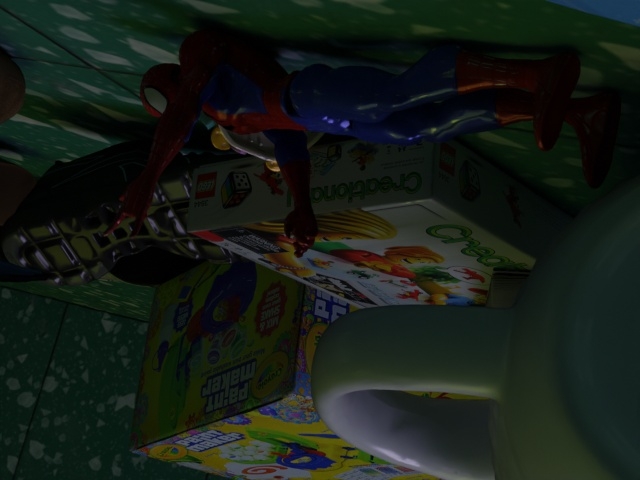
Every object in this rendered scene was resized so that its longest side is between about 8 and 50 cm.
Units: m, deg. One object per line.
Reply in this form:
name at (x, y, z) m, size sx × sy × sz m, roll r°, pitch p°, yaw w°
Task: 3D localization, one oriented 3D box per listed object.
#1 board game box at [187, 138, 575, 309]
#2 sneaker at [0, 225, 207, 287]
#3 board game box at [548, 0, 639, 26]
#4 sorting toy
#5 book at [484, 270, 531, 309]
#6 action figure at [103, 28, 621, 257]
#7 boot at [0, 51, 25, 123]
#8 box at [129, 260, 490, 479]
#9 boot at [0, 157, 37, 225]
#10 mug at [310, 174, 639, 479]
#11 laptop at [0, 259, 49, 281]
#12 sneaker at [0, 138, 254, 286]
board game box at (0.078, 0.006, 1.012) m, size 0.193 × 0.053 × 0.305 m, roll -7°, pitch 159°, yaw 36°
sneaker at (-0.203, 0.003, 1.537) m, size 0.270 × 0.090 × 0.145 m, roll 3°, pitch 179°, yaw 29°
board game box at (-0.036, -0.153, 0.193) m, size 0.301 × 0.086 × 0.308 m, roll 16°, pitch 169°, yaw 0°
sorting toy at (-0.050, -0.080, 0.902) m, size 0.083 × 0.045 × 0.075 m, roll 21°, pitch -171°, yaw -31°
book at (0.164, 0.058, 1.013) m, size 0.096 × 0.035 × 0.144 m, roll 0°, pitch 163°, yaw 3°
action figure at (0.000, -0.039, 0.749) m, size 0.280 × 0.139 × 0.091 m, roll 13°, pitch 170°, yaw 37°
boot at (-0.342, -0.054, 1.004) m, size 0.305 × 0.112 × 0.115 m, roll -23°, pitch 174°, yaw 16°
box at (0.017, 0.128, 1.352) m, size 0.279 × 0.177 × 0.290 m, roll 20°, pitch 153°, yaw -30°
boot at (-0.426, -0.092, 1.336) m, size 0.220 × 0.109 × 0.283 m, roll 15°, pitch 179°, yaw 33°
mug at (0.177, 0.097, 0.761) m, size 0.374 × 0.276 × 0.328 m, roll 4°, pitch 160°, yaw 19°
laptop at (-0.302, -0.134, 0.558) m, size 0.381 × 0.408 × 0.236 m, roll 15°, pitch -147°, yaw 1°
sneaker at (-0.123, -0.041, 1.108) m, size 0.267 × 0.106 × 0.101 m, roll -7°, pitch 133°, yaw 21°
